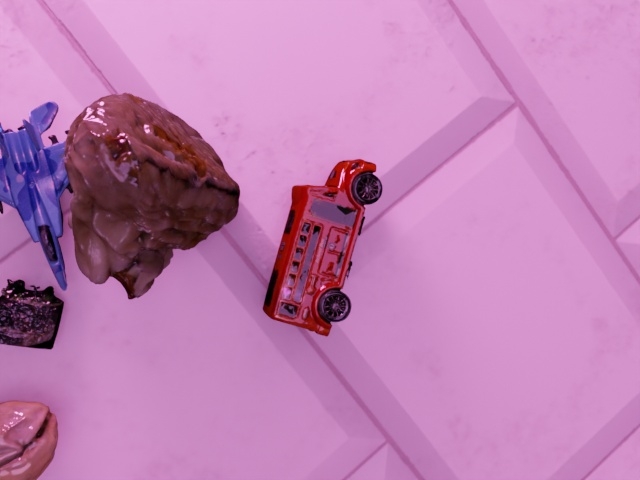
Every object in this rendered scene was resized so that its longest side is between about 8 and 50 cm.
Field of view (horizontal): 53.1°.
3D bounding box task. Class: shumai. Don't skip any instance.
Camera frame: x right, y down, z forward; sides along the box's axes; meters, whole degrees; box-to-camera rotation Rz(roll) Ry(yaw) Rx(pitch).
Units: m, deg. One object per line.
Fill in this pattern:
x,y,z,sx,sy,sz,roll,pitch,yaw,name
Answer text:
-0.241,-0.053,0.832,0.189,0.256,0.218,44,105,30,shumai

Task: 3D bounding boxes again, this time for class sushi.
-0.394,0.099,0.858,0.083,0.056,0.085,15,90,-12,sushi

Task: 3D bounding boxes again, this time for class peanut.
-0.468,0.310,0.815,0.290,0.130,0.130,-38,99,-11,peanut

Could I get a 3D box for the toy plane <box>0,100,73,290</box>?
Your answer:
-0.373,-0.054,0.851,0.169,0.078,0.246,-17,102,-11,toy plane

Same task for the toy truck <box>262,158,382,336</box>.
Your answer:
0.000,0.000,0.915,0.114,0.107,0.253,15,89,-13,toy truck
